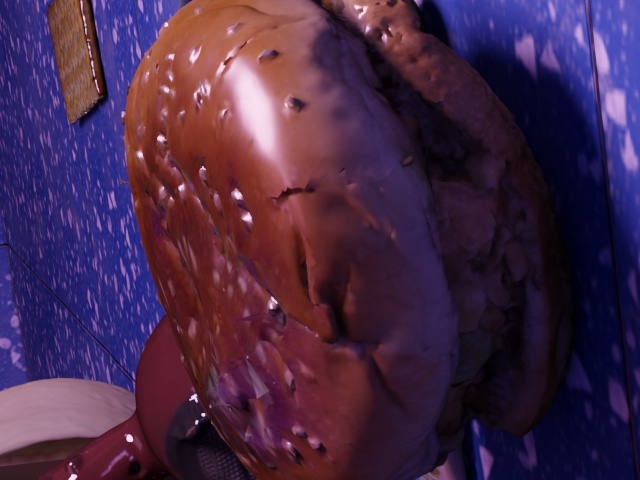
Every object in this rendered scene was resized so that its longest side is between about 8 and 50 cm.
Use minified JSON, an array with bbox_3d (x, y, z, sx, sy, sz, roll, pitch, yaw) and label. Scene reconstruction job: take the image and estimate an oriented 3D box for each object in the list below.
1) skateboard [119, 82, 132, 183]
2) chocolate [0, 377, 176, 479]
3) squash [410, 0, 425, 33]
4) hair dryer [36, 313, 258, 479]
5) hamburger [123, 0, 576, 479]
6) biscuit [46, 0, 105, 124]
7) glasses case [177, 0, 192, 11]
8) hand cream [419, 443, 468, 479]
[{"bbox_3d":[-0.167,-0.094,1.770,0.064,0.032,0.083,-103,13,-55],"label":"skateboard"},{"bbox_3d":[-0.201,0.264,1.669,0.297,0.326,0.314,-91,-5,-68],"label":"chocolate"},{"bbox_3d":[0.014,-0.055,1.027,0.229,0.066,0.066,99,156,-54],"label":"squash"},{"bbox_3d":[-0.158,0.147,1.330,0.123,0.340,0.312,54,180,-19],"label":"hair dryer"},{"bbox_3d":[0.000,0.000,0.885,0.243,0.146,0.286,59,160,20],"label":"hamburger"},{"bbox_3d":[-0.259,-0.202,2.063,0.231,0.016,0.139,164,96,-75],"label":"biscuit"},{"bbox_3d":[-0.066,-0.124,1.339,0.266,0.056,0.105,98,-179,-50],"label":"glasses case"},{"bbox_3d":[0.057,0.088,1.028,0.061,0.039,0.143,22,130,65],"label":"hand cream"}]
